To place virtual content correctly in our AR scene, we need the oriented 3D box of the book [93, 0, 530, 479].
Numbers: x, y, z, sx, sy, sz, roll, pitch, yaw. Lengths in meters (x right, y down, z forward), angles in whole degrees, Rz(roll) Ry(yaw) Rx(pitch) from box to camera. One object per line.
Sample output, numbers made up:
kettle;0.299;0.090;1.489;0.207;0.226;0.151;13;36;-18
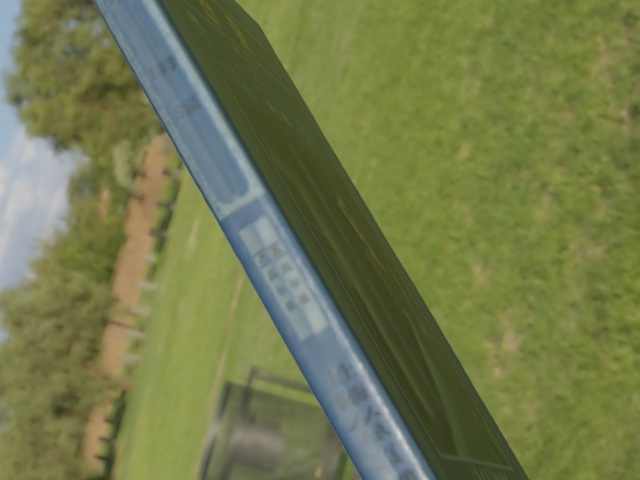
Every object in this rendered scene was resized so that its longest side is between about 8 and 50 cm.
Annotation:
book;0.000;0.000;0.525;0.025;0.269;0.191;-33;-19;8
